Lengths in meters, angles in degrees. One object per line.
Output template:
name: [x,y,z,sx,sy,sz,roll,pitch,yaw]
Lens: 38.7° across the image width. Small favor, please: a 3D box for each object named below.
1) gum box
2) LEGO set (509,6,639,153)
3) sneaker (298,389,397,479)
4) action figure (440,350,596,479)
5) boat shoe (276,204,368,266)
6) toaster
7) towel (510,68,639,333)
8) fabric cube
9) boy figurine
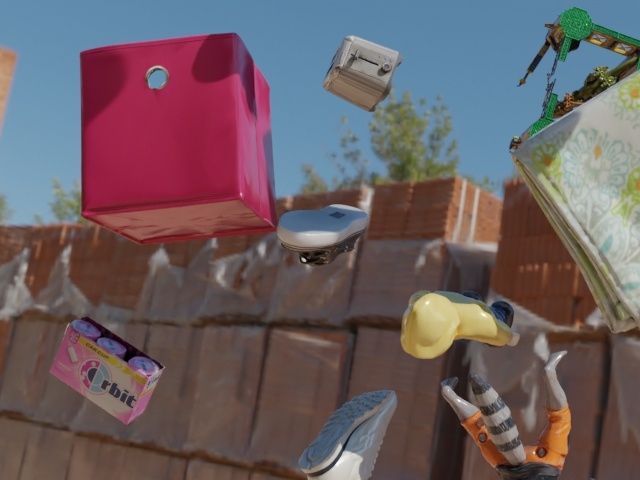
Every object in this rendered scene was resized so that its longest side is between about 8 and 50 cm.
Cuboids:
gum box: [-0.388,0.229,1.639,0.188,0.107,0.062,31,20,11]
LEGO set: [0.473,-0.236,1.661,0.254,0.332,0.192,11,-13,-4]
sneaker: [0.056,0.324,1.450,0.090,0.095,0.235,-21,13,45]
action figure: [0.249,0.353,1.298,0.341,0.330,0.178,-18,-12,22]
boat shoe: [0.000,0.000,1.260,0.080,0.076,0.228,20,15,16]
toaster: [0.095,-0.397,2.177,0.146,0.129,0.227,23,-9,-6]
towel: [0.499,-0.086,1.293,0.374,0.321,0.090,-32,-1,-2]
fabric cube: [-0.219,-0.149,1.446,0.254,0.258,0.259,-4,-11,8]
boy figurine: [0.207,0.124,1.364,0.177,0.092,0.285,17,7,26]
